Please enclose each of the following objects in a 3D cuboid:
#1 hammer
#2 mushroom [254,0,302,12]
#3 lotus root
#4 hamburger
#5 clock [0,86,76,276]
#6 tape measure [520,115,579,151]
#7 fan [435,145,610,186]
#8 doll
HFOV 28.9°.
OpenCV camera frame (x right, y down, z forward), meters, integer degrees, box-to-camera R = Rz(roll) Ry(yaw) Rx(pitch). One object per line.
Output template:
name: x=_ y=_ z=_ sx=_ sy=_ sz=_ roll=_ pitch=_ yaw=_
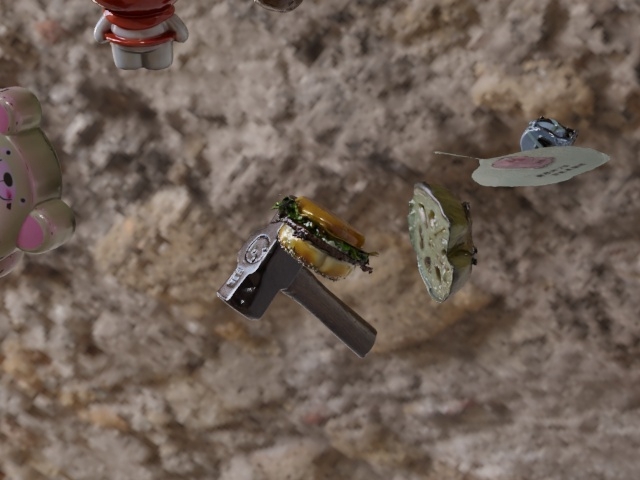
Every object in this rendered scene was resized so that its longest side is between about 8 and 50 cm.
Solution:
hammer: x=-0.004 y=0.111 z=2.425 sx=0.242 sy=0.409 sz=0.095 roll=-54 pitch=40 yaw=-7
mushroom: x=-0.043 y=-0.309 z=1.334 sx=0.087 sy=0.127 sz=0.127 roll=-3 pitch=36 yaw=21
lotus root: x=0.212 y=-0.003 z=2.059 sx=0.203 sy=0.078 sz=0.183 roll=-111 pitch=19 yaw=-44
hamburger: x=-0.003 y=-0.002 z=1.977 sx=0.093 sy=0.190 sz=0.164 roll=-55 pitch=17 yaw=4
clock: x=-0.511 y=-0.078 z=1.766 sx=0.310 sy=0.283 sz=0.114 roll=-10 pitch=10 yaw=27
tape measure: x=0.390 y=-0.164 z=2.121 sx=0.054 sy=0.094 sz=0.091 roll=-45 pitch=-34 yaw=-40
fan: x=0.248 y=-0.110 z=1.694 sx=0.182 sy=0.010 sz=0.310 roll=-20 pitch=19 yaw=-30
doll: x=-0.253 y=-0.372 z=1.699 sx=0.130 sy=0.161 sz=0.290 roll=-79 pitch=-9 yaw=-56
